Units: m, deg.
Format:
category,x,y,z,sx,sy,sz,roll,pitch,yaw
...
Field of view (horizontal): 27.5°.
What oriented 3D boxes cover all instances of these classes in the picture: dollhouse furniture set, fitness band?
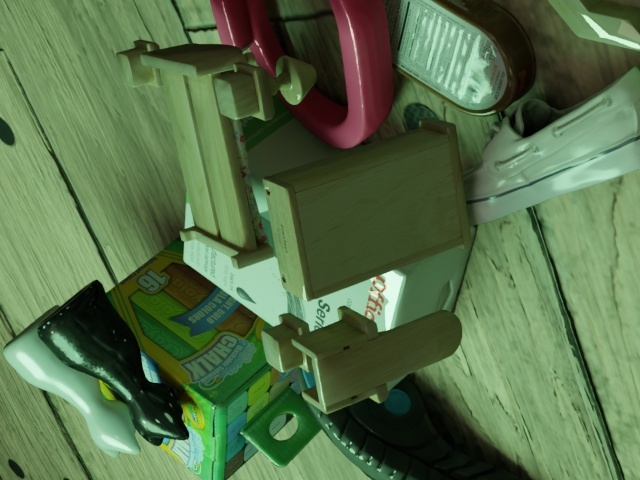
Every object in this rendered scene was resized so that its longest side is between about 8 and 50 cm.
category,x,y,z,sx,sy,sz,roll,pitch,yaw
dollhouse furniture set,-0.028,-0.045,1.258,0.355,0.174,0.303,25,129,58
fitness band,-0.023,-0.208,1.232,0.209,0.054,0.291,37,156,30

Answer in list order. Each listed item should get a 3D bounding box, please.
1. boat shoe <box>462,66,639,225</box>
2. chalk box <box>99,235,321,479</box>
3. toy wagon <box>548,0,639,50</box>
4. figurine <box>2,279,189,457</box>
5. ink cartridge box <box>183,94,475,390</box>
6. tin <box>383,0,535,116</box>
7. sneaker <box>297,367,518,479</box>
category,x,y,z,sx,sy,sz,roll,pitch,yaw
boat shoe,0.191,-0.083,1.138,0.258,0.095,0.084,-21,101,43
chalk box,-0.129,0.166,1.639,0.289,0.180,0.179,32,142,23
toy wagon,0.259,-0.268,0.900,0.267,0.068,0.344,51,145,-1
figurine,-0.265,0.172,1.570,0.209,0.092,0.215,52,146,-8
ink cartridge box,0.000,0.000,1.387,0.289,0.121,0.211,34,141,23
tin,0.106,-0.185,1.176,0.190,0.040,0.106,36,139,21
sneaker,0.097,0.262,1.521,0.341,0.125,0.139,44,150,14
